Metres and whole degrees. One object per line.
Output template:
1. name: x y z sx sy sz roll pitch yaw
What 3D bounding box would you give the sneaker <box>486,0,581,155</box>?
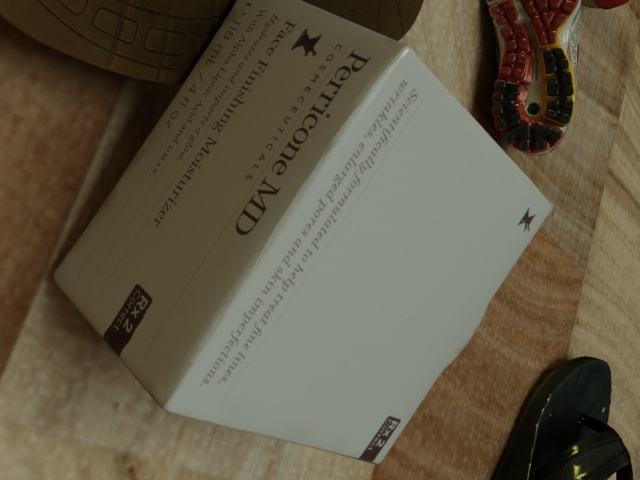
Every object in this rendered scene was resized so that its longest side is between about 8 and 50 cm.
1. sneaker: 0.196 -0.187 0.724 0.093 0.088 0.225 11 85 -71

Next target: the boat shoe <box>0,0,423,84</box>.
1. boat shoe: -0.055 -0.148 0.418 0.285 0.089 0.104 -11 128 -47

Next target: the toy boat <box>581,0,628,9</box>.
1. toy boat: 0.354 -0.355 0.830 0.231 0.151 0.151 -53 131 -33

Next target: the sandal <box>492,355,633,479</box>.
1. sandal: 0.229 0.290 0.772 0.446 0.107 0.167 -44 125 -39

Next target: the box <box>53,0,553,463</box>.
1. box: 0.000 0.000 0.409 0.181 0.119 0.182 -56 140 2
